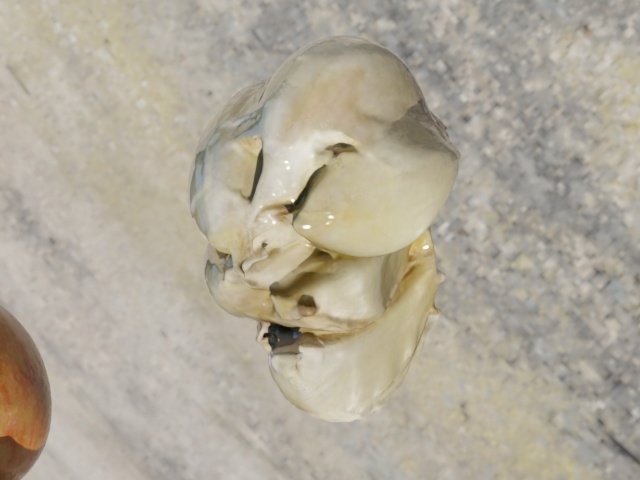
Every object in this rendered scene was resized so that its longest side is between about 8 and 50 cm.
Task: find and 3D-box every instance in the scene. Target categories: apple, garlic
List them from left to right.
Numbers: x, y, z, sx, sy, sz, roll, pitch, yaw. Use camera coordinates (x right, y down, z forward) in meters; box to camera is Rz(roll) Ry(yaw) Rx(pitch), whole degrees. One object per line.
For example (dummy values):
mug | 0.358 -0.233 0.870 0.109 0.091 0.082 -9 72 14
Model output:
apple | -0.395 0.186 1.533 0.293 0.163 0.251 -37 70 50
garlic | -0.012 -0.011 0.984 0.184 0.203 0.281 28 127 23
